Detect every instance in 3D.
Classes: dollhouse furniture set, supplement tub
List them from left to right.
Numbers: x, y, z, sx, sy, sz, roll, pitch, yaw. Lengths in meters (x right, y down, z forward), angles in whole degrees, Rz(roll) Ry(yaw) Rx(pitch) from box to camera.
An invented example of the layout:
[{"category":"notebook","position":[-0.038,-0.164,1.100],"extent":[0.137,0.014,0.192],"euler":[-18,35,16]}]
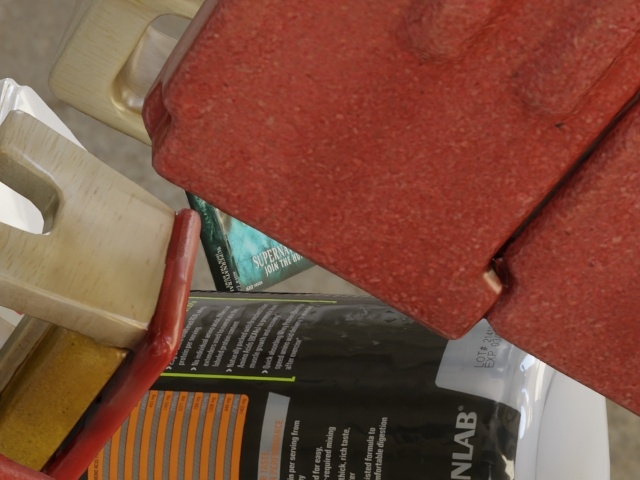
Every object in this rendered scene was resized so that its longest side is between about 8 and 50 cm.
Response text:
[{"category":"supplement tub","position":[-0.014,0.124,1.003],"extent":[0.316,0.193,0.193],"euler":[2,49,23]},{"category":"dollhouse furniture set","position":[0.000,0.000,0.477],"extent":[0.374,0.152,0.201],"euler":[-52,19,37]}]

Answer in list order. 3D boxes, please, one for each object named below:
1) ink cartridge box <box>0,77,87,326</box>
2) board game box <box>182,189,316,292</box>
[{"category":"ink cartridge box","position":[-0.304,0.024,1.356],"extent":[0.307,0.223,0.129],"euler":[-13,51,23]},{"category":"board game box","position":[-0.053,-0.026,1.496],"extent":[0.026,0.126,0.186],"euler":[-17,3,23]}]
